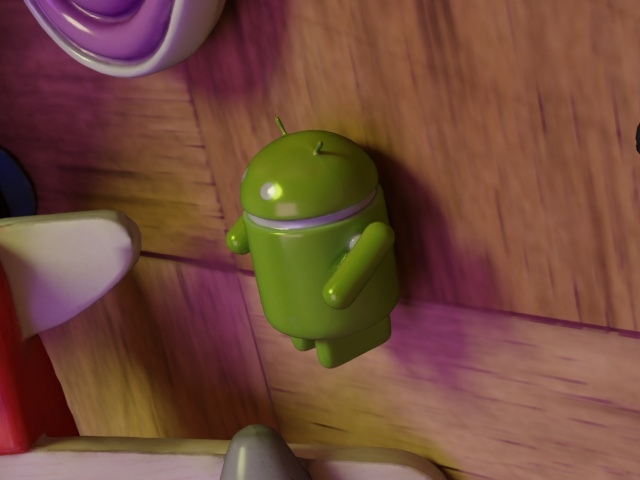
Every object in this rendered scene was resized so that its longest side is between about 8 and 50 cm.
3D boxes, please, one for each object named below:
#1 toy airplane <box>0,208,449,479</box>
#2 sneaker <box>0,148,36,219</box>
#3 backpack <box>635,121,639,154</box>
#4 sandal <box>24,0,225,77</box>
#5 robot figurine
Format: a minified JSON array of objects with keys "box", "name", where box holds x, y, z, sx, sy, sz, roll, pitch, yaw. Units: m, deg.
[{"box":[-0.174,0.173,0.765,0.384,0.272,0.386,35,119,-17],"name":"toy airplane"},{"box":[-0.262,0.023,0.924,0.081,0.090,0.232,49,139,7],"name":"sneaker"},{"box":[0.234,0.036,0.388,0.277,0.213,0.263,-8,120,43],"name":"backpack"},{"box":[-0.100,-0.243,0.578,0.169,0.102,0.416,18,129,29],"name":"sandal"},{"box":[0.000,0.000,0.678,0.101,0.067,0.115,30,137,54],"name":"robot figurine"}]
